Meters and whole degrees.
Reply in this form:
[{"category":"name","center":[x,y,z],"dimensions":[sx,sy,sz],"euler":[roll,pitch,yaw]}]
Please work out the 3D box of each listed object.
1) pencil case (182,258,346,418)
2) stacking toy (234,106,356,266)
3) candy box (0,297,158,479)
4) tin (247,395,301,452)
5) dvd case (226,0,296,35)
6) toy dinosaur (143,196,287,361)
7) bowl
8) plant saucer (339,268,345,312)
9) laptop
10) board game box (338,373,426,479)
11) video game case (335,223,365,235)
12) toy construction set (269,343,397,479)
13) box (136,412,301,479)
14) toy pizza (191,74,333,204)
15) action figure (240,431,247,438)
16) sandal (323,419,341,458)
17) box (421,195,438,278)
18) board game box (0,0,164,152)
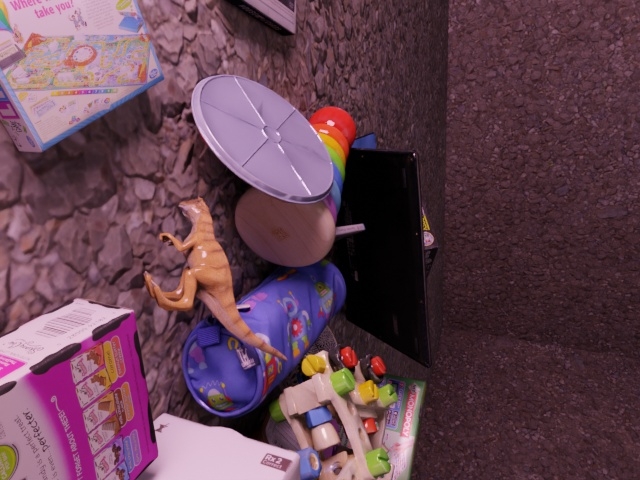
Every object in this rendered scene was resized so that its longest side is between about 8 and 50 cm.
[{"category":"pencil case","center":[-0.066,0.112,0.646],"dimensions":[0.306,0.119,0.133],"euler":[-36,117,-62]},{"category":"stacking toy","center":[-0.015,-0.117,0.724],"dimensions":[0.330,0.141,0.141],"euler":[-71,156,-45]},{"category":"candy box","center":[-0.227,0.162,0.316],"dimensions":[0.233,0.071,0.159],"euler":[-39,132,-62]},{"category":"tin","center":[-0.055,0.310,0.710],"dimensions":[0.040,0.106,0.190],"euler":[-42,-179,5]},{"category":"dvd case","center":[-0.076,-0.418,0.596],"dimensions":[0.179,0.029,0.239],"euler":[-21,116,-67]},{"category":"toy dinosaur","center":[-0.116,0.046,0.475],"dimensions":[0.112,0.064,0.212],"euler":[-19,78,-27]},{"category":"bowl","center":[-0.026,0.232,0.804],"dimensions":[0.170,0.080,0.170],"euler":[-15,90,-70]},{"category":"plant saucer","center":[0.086,0.094,1.134],"dimensions":[0.200,0.037,0.200],"euler":[6,90,-68]},{"category":"laptop","center":[0.158,-0.021,0.961],"dimensions":[0.236,0.408,0.382],"euler":[-17,109,-27]},{"category":"board game box","center":[0.115,0.470,1.070],"dimensions":[0.046,0.213,0.317],"euler":[66,37,-53]},{"category":"video game case","center":[0.000,0.000,0.787],"dimensions":[0.166,0.119,0.015],"euler":[-11,81,-68]},{"category":"toy construction set","center":[0.044,0.272,0.649],"dimensions":[0.328,0.151,0.215],"euler":[58,11,-57]},{"category":"box","center":[-0.132,0.288,0.439],"dimensions":[0.182,0.180,0.119],"euler":[-40,132,-60]},{"category":"toy pizza","center":[-0.068,-0.121,0.560],"dimensions":[0.201,0.032,0.201],"euler":[28,39,-26]},{"category":"action figure","center":[-0.099,0.412,0.641],"dimensions":[0.137,0.063,0.232],"euler":[-35,109,-49]},{"category":"sandal","center":[-0.018,0.424,0.871],"dimensions":[0.416,0.102,0.170],"euler":[27,71,-67]},{"category":"box","center":[0.281,-0.012,1.386],"dimensions":[0.270,0.060,0.216],"euler":[80,-1,-63]},{"category":"board game box","center":[-0.198,-0.153,0.365],"dimensions":[0.154,0.026,0.104],"euler":[-60,148,-46]}]
